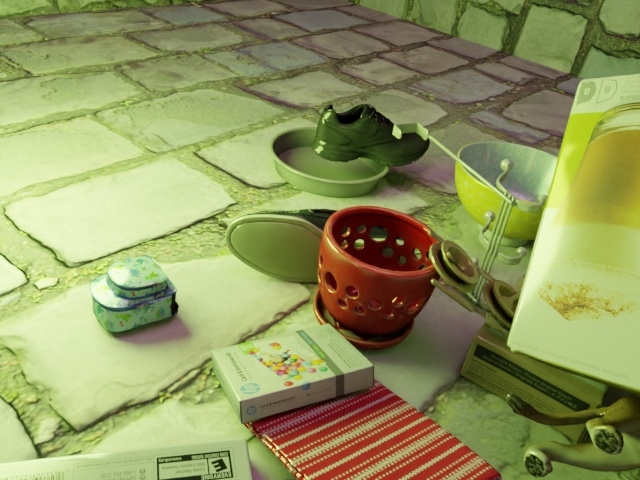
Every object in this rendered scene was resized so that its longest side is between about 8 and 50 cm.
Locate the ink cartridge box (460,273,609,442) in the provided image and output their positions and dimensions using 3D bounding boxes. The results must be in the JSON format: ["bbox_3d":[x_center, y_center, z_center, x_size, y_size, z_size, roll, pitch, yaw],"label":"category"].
[{"bbox_3d":[0.360,0.170,0.928,0.193,0.088,0.235,26,36,25],"label":"ink cartridge box"}]

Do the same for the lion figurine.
[{"bbox_3d":[0.430,0.257,0.659,0.240,0.142,0.392,-9,30,-38],"label":"lion figurine"}]

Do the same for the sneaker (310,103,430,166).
[{"bbox_3d":[0.125,-0.247,1.362,0.286,0.130,0.109,-1,33,-18],"label":"sneaker"}]

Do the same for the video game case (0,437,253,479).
[{"bbox_3d":[-0.213,0.337,0.569,0.329,0.036,0.300,0,34,-17],"label":"video game case"}]

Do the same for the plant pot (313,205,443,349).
[{"bbox_3d":[0.086,0.064,0.935,0.191,0.174,0.191,7,33,-5],"label":"plant pot"}]

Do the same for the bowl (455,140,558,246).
[{"bbox_3d":[0.414,-0.081,1.260,0.289,0.156,0.289,7,33,-4],"label":"bowl"}]

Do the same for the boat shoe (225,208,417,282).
[{"bbox_3d":[0.001,-0.003,1.061,0.340,0.127,0.113,4,31,-9],"label":"boat shoe"}]

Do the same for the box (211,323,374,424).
[{"bbox_3d":[-0.042,0.176,0.812,0.186,0.038,0.145,-11,20,-21],"label":"box"}]

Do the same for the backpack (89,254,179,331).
[{"bbox_3d":[-0.288,0.078,0.898,0.114,0.084,0.105,-20,41,-33],"label":"backpack"}]

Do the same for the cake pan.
[{"bbox_3d":[0.020,-0.188,1.410,0.293,0.054,0.293,7,33,-5],"label":"cake pan"}]

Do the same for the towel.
[{"bbox_3d":[0.049,0.250,0.721,0.199,0.031,0.275,-15,28,-34],"label":"towel"}]

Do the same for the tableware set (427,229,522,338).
[{"bbox_3d":[0.239,0.060,0.860,0.194,0.039,0.128,35,33,-18],"label":"tableware set"}]

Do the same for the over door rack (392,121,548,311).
[{"bbox_3d":[0.254,-0.057,1.103,0.108,0.239,0.324,-18,43,-33],"label":"over door rack"}]

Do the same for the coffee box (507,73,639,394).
[{"bbox_3d":[0.476,0.036,0.646,0.338,0.334,0.337,20,-5,-37],"label":"coffee box"}]
